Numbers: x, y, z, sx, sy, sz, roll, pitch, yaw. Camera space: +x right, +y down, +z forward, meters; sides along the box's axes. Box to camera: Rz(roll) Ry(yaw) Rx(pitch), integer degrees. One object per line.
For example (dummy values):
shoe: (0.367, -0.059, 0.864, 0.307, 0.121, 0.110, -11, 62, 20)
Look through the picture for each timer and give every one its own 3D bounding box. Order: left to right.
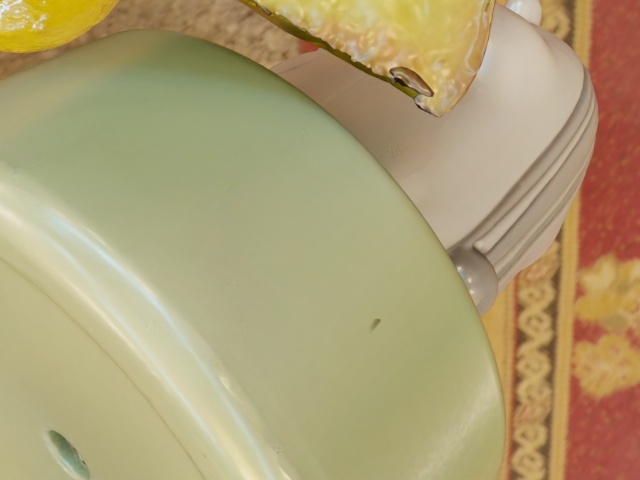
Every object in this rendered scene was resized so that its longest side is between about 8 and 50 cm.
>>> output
timer: (0.000, 0.000, 0.714, 0.291, 0.315, 0.290, 33, 146, 26)

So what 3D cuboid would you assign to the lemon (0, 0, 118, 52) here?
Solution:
lemon: (-0.268, -0.294, 1.464, 0.233, 0.233, 0.288, 38, 138, 6)

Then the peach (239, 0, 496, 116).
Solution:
peach: (-0.049, -0.173, 0.590, 0.267, 0.154, 0.158, 24, 92, -16)
